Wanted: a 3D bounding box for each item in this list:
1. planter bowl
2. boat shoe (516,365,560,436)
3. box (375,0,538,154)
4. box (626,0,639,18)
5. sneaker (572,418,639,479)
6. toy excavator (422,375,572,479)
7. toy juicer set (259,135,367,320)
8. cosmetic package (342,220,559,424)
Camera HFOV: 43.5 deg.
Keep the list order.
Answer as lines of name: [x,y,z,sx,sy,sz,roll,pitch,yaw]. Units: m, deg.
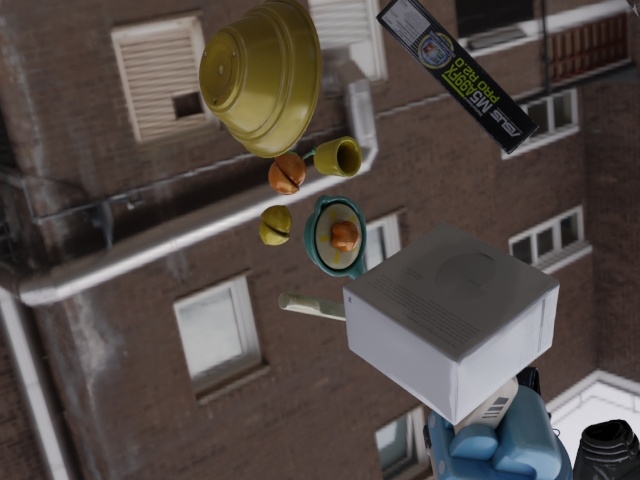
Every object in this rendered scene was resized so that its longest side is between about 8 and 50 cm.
planter bowl: [-0.100,-0.222,1.071,0.090,0.217,0.217,-1,-171,-40]
boat shoe: [0.501,0.418,1.894,0.089,0.258,0.109,-23,154,26]
box: [0.203,-0.251,1.202,0.060,0.270,0.216,-44,-177,14]
box: [0.330,-0.339,0.776,0.060,0.244,0.100,-12,-146,10]
sneaker: [0.676,0.451,1.679,0.295,0.147,0.104,-3,-163,3]
toy excavator: [0.321,0.342,1.523,0.432,0.445,0.222,12,-141,-14]
toy juicer set: [0.000,0.000,1.318,0.089,0.329,0.209,1,-170,45]
cosmetic package: [0.191,0.114,1.196,0.224,0.138,0.224,-29,-138,-30]
